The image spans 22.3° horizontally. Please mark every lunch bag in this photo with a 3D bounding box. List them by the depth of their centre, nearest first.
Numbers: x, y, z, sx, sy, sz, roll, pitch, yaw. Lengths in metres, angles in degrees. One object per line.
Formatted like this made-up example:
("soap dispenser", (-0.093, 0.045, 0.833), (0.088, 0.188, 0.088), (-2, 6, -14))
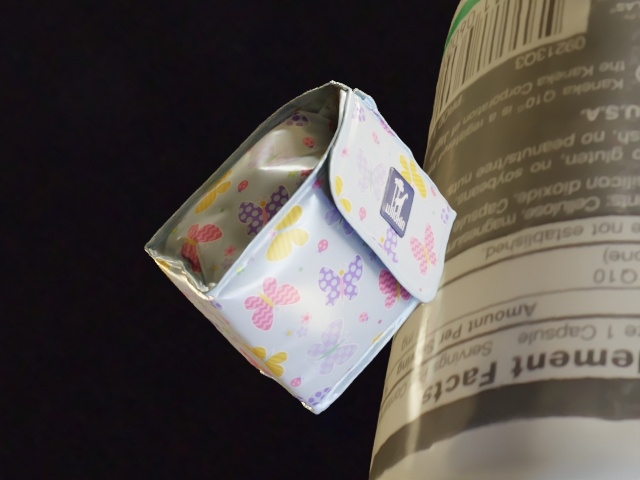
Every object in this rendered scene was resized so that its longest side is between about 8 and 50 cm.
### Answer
("lunch bag", (0.000, 0.000, 0.514), (0.083, 0.071, 0.053), (-47, -141, -11))

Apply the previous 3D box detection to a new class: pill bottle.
("pill bottle", (0.126, 0.062, 0.612), (0.204, 0.204, 0.361), (-11, -130, 30))
